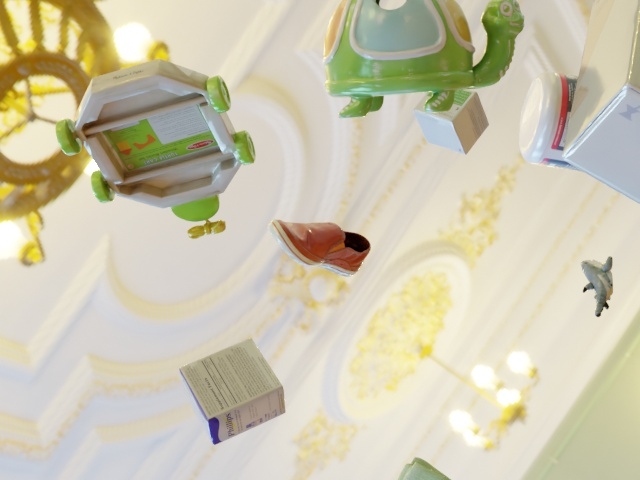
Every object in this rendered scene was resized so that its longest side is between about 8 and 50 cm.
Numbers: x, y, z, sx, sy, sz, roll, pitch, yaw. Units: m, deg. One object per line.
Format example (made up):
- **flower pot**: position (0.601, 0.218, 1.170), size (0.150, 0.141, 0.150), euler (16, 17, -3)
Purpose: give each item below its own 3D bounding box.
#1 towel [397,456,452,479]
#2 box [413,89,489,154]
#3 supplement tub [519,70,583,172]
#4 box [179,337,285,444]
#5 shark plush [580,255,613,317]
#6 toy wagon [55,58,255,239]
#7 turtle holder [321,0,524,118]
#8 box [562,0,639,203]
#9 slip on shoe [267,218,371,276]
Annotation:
- **towel**: position (0.178, 0.542, 1.613), size (0.325, 0.248, 0.038), euler (-64, -21, 6)
- **box**: position (0.252, -0.238, 1.970), size (0.087, 0.101, 0.102), euler (-52, -40, -17)
- **supplement tub**: position (0.558, -0.231, 2.076), size (0.191, 0.272, 0.191), euler (-170, 90, -85)
- **box**: position (-0.146, 0.249, 1.690), size (0.137, 0.126, 0.072), euler (-21, -45, -18)
- **shark plush**: position (0.605, 0.108, 2.231), size (0.073, 0.067, 0.161), euler (72, -158, -55)
- **toy wagon**: position (-0.241, -0.133, 1.615), size (0.267, 0.068, 0.344), euler (-14, -41, 9)
- **turtle holder**: position (0.158, -0.329, 1.700), size (0.243, 0.320, 0.227), euler (-20, -72, -58)
- **box**: position (0.376, -0.189, 1.127), size (0.121, 0.148, 0.311), euler (-54, 8, 47)
- **slip on shoe**: position (0.000, 0.000, 2.288), size (0.101, 0.123, 0.331), euler (-48, -35, 17)
